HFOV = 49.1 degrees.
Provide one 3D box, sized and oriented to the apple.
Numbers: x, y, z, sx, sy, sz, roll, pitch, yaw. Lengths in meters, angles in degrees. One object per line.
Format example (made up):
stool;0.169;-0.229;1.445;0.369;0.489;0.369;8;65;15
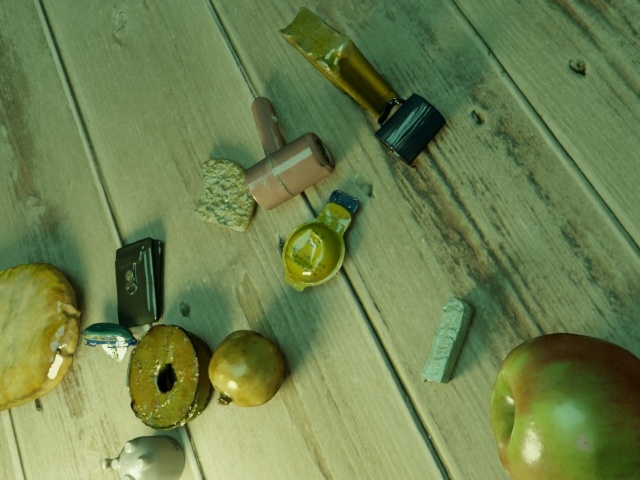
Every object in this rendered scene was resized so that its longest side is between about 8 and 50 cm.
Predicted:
apple;0.471;0.323;1.272;0.277;0.319;0.319;2;75;-1

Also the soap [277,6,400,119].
soap;0.055;-0.419;1.690;0.091;0.315;0.199;-51;58;6

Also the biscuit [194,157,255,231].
biscuit;-0.268;-0.121;1.935;0.188;0.040;0.265;-36;61;14

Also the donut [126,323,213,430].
donut;-0.383;0.358;1.828;0.272;0.107;0.272;-7;76;30

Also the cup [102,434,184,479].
cup;-0.458;0.556;1.783;0.174;0.142;0.134;23;88;31

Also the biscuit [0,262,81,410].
biscuit;-0.890;0.272;2.117;0.446;0.104;0.429;-22;67;24

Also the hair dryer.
hair dryer;-0.110;-0.271;1.859;0.210;0.125;0.352;-30;57;17

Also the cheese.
cheese;0.000;0.000;1.742;0.177;0.069;0.270;30;88;30

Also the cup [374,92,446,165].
cup;0.204;-0.280;1.680;0.150;0.113;0.138;43;96;6

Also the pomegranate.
pomegranate;-0.184;0.319;1.686;0.196;0.196;0.196;-8;72;26

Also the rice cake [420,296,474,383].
rice cake;0.277;0.222;1.533;0.063;0.069;0.206;18;84;30

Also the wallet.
wallet;-0.522;0.122;1.999;0.169;0.052;0.245;-13;72;28

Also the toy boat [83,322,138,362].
toy boat;-0.577;0.292;1.969;0.175;0.091;0.110;1;110;25
